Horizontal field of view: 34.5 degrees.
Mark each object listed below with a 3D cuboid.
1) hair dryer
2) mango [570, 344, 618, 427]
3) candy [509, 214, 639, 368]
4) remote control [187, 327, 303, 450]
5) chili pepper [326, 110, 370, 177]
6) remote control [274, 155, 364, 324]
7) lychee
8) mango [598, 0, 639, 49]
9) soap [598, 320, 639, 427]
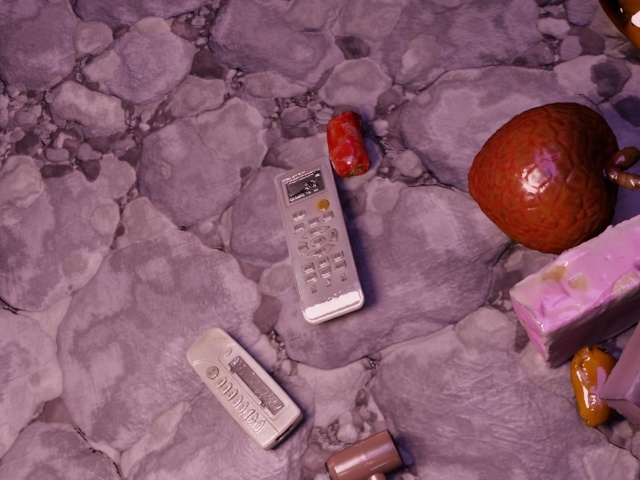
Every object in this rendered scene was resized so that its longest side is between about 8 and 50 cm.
[{"bbox_3d":[0.091,0.392,1.572,0.117,0.064,0.182,-26,66,2],"label":"hair dryer"},{"bbox_3d":[0.419,0.222,1.565,0.077,0.063,0.127,-1,69,9],"label":"mango"},{"bbox_3d":[0.429,0.074,1.582,0.265,0.155,0.116,-28,62,-1],"label":"candy"},{"bbox_3d":[-0.128,0.243,1.707,0.090,0.049,0.230,-42,61,-8],"label":"remote control"},{"bbox_3d":[0.050,-0.171,1.860,0.073,0.070,0.123,-7,59,-10],"label":"chili pepper"},{"bbox_3d":[0.000,0.000,1.798,0.109,0.055,0.313,-21,56,13],"label":"remote control"},{"bbox_3d":[0.375,-0.103,1.638,0.300,0.255,0.255,-18,55,42],"label":"lychee"},{"bbox_3d":[0.597,-0.420,1.789,0.201,0.152,0.287,-24,60,6],"label":"mango"},{"bbox_3d":[0.586,0.182,1.439,0.296,0.107,0.285,36,79,-5],"label":"soap"}]
